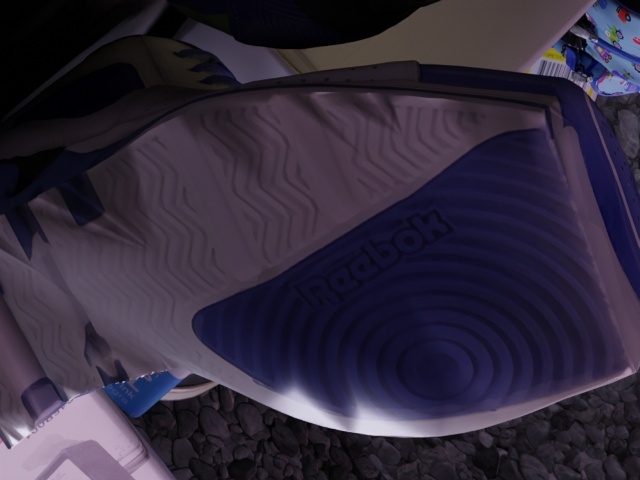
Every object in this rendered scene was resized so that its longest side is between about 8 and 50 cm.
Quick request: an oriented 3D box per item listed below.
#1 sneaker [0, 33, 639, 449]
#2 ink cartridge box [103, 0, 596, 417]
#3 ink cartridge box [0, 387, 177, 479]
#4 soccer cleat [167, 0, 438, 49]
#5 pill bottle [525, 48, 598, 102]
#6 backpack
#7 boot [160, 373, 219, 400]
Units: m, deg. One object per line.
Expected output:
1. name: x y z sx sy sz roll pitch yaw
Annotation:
1. sneaker: -0.042 -0.023 0.480 0.315 0.127 0.182 -8 -152 23
2. ink cartridge box: -0.020 -0.058 0.725 0.223 0.129 0.307 -44 -178 -42
3. ink cartridge box: -0.178 0.124 0.664 0.158 0.092 0.218 -39 142 -11
4. soccer cleat: 0.051 -0.168 0.455 0.121 0.093 0.289 7 -136 47
5. pill bottle: 0.195 -0.212 1.036 0.117 0.117 0.215 -41 149 -62
6. backpack: 0.251 -0.159 0.905 0.158 0.173 0.117 -12 129 -19
7. boot: -0.043 0.018 1.234 0.377 0.138 0.284 1 139 -41
